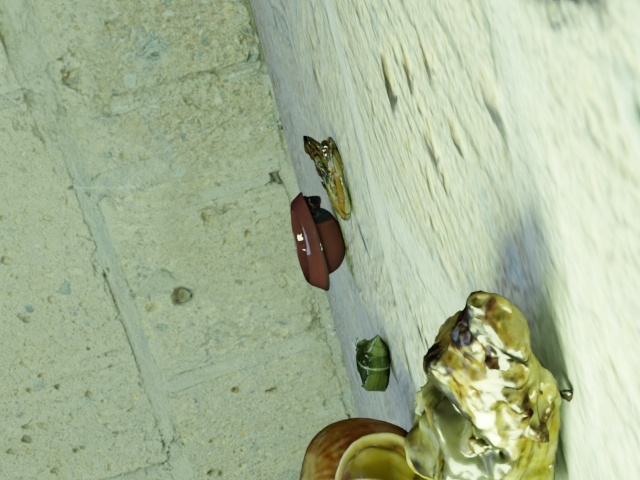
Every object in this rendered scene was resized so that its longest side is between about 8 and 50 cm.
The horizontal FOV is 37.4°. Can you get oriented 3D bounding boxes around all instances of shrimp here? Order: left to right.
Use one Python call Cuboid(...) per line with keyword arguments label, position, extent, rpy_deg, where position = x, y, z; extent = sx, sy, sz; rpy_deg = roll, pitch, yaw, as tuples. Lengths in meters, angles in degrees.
Cuboid(label="shrimp", position=(0.008, -0.129, 1.501), extent=(0.148, 0.035, 0.195), rpy_deg=(74, 172, -57))

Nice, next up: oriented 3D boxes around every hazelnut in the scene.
Cuboid(label="hazelnut", position=(0.066, 0.369, 1.421), extent=(0.214, 0.214, 0.176), rpy_deg=(-108, 30, -44))

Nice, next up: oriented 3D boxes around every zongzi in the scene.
Cuboid(label="zongzi", position=(0.086, 0.176, 1.574), extent=(0.109, 0.055, 0.119), rpy_deg=(-107, 14, -59))

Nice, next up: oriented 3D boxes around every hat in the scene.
Cuboid(label="hat", position=(0.000, 0.000, 1.880), extent=(0.205, 0.089, 0.205), rpy_deg=(166, 90, -82))

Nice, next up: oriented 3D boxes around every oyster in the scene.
Cuboid(label="oyster", position=(0.094, 0.128, 0.609), extent=(0.129, 0.078, 0.345), rpy_deg=(51, 165, 28))

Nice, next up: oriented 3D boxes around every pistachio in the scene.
Cuboid(label="pistachio", position=(0.094, 0.393, 1.234), extent=(0.187, 0.187, 0.299), rpy_deg=(-112, 8, -65))
